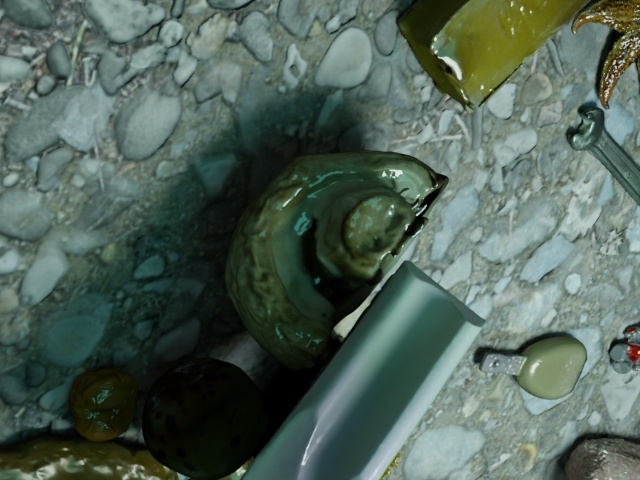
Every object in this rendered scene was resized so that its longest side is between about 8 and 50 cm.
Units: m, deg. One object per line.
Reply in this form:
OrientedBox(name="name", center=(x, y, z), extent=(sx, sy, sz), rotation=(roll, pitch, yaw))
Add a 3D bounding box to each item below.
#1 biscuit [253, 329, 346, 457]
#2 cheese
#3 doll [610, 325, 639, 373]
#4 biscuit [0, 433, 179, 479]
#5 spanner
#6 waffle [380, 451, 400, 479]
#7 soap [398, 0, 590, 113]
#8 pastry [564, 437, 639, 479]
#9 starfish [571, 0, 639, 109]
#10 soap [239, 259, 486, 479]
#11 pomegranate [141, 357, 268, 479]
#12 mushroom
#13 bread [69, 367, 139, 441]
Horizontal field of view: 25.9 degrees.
OrientedBox(name="biscuit", center=(-0.025, 0.216, 1.653), extent=(0.070, 0.106, 0.252), rotation=(33, 92, -43))
OrientedBox(name="cheese", center=(0.288, 0.172, 1.917), extent=(0.192, 0.037, 0.097), rotation=(9, 108, -41))
OrientedBox(name="doll", center=(0.509, 0.146, 2.053), extent=(0.180, 0.079, 0.094), rotation=(-19, 102, -13))
OrientedBox(name="biscuit", center=(-0.314, 0.369, 1.545), extent=(0.329, 0.078, 0.335), rotation=(-5, 116, -31))
OrientedBox(name="spanner", center=(0.412, -0.090, 1.873), extent=(0.071, 0.017, 0.302), rotation=(-52, 135, 4))
OrientedBox(name="waffle", center=(0.078, 0.283, 1.836), extent=(0.078, 0.016, 0.085), rotation=(-8, 120, -39))
OrientedBox(name="soap", center=(0.208, -0.269, 1.568), extent=(0.233, 0.076, 0.135), rotation=(-46, 135, -8))
OrientedBox(name="pastry", center=(0.450, 0.358, 2.110), extent=(0.265, 0.112, 0.103), rotation=(5, 118, -48))
OrientedBox(name="starfish", center=(0.405, -0.271, 1.744), extent=(0.240, 0.043, 0.227), rotation=(-8, 119, -31))
OrientedBox(name="soap", center=(0.021, 0.199, 1.448), extent=(0.347, 0.115, 0.208), rotation=(-52, 176, -24))
OrientedBox(name="pomegranate", center=(-0.120, 0.205, 1.551), extent=(0.148, 0.148, 0.169), rotation=(-44, 146, -8))
OrientedBox(name="mushroom", center=(0.001, -0.001, 1.504), extent=(0.267, 0.164, 0.189), rotation=(-53, 178, -7))
OrientedBox(name="bread", center=(-0.234, 0.176, 1.510), extent=(0.081, 0.046, 0.083), rotation=(31, 93, -47))
